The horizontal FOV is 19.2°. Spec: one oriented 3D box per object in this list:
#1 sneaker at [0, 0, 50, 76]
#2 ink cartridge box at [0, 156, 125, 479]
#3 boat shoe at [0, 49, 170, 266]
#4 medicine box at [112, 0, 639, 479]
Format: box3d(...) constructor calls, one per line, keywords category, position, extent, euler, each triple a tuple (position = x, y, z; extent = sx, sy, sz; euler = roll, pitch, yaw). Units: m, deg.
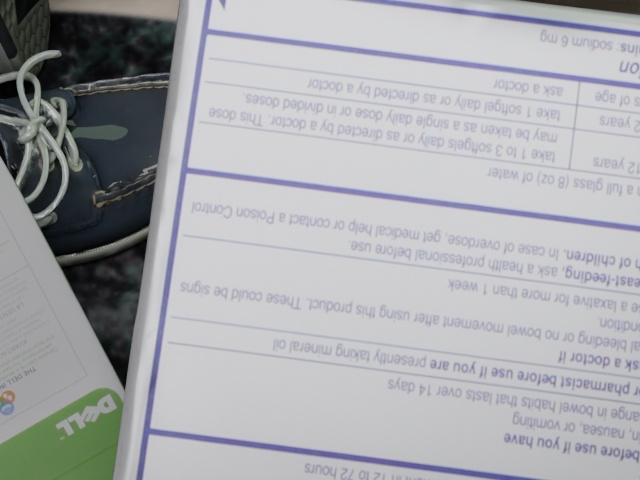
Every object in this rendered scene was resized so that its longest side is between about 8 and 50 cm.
box3d(category="sneaker", position=(-0.241, -0.162, 0.973), extent=(0.163, 0.226, 0.086), euler=(7, 60, 9))
box3d(category="ink cartridge box", position=(-0.162, 0.066, 0.925), extent=(0.109, 0.062, 0.209), euler=(-30, 111, -12))
box3d(category="boat shoe", position=(-0.164, -0.037, 0.989), extent=(0.255, 0.079, 0.095), euler=(-15, 64, -6))
box3d(category="medicine box", position=(0.053, 0.041, 0.857), extent=(0.264, 0.149, 0.289), euler=(8, 84, 1))
